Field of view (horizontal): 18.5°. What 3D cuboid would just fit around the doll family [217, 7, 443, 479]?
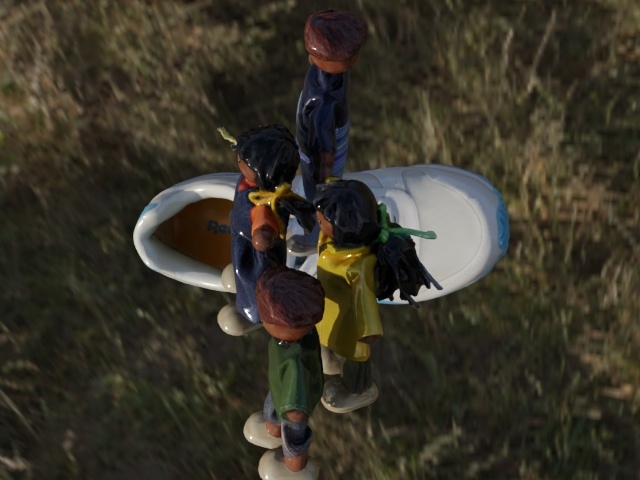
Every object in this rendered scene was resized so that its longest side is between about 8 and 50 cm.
[{"bbox_3d":[-0.004,-0.006,0.748,0.076,0.111,0.193,-9,45,-11],"label":"doll family"}]

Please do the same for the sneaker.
[{"bbox_3d":[0.000,0.000,1.177,0.229,0.092,0.087,-2,96,23],"label":"sneaker"}]
